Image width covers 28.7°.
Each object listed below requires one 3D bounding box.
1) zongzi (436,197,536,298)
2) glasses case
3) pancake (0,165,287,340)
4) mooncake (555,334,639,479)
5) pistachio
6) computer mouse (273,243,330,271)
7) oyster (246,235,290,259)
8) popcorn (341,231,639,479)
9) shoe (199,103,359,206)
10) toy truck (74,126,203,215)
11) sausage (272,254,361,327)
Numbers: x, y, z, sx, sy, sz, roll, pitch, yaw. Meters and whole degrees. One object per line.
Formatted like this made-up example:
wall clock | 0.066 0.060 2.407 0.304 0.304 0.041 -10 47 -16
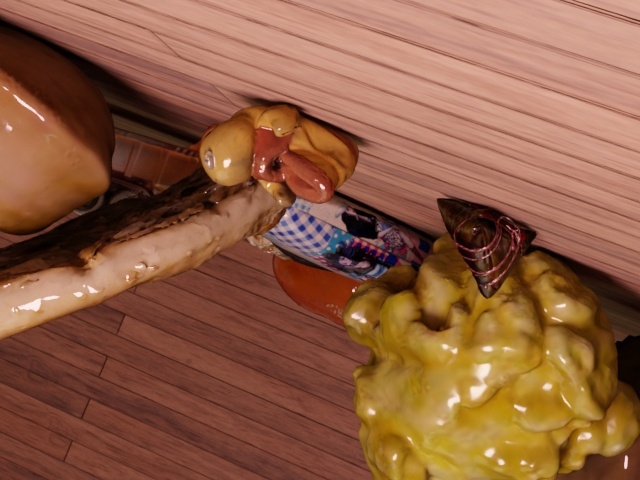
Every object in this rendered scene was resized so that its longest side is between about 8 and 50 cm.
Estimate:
zongzi | 0.126 -0.002 0.976 0.083 0.067 0.073 40 -179 -7
glasses case | 0.049 0.008 1.366 0.327 0.076 0.125 24 174 -29
pancake | -0.193 0.006 1.122 0.382 0.071 0.382 -20 -170 4
mooncake | 0.357 0.253 1.248 0.324 0.324 0.187 24 179 -27
pistachio | -0.294 -0.117 1.060 0.260 0.163 0.213 37 152 -17
computer mouse | 0.000 0.000 1.587 0.217 0.073 0.122 23 176 -30
oyster | -0.015 0.003 1.755 0.209 0.072 0.133 21 180 -18
popcorn | 0.152 0.111 1.133 0.250 0.241 0.235 -18 -176 28
shoe | -0.029 -0.063 0.887 0.109 0.072 0.069 27 -145 -4
toy truck | -0.250 -0.088 1.395 0.270 0.135 0.114 17 173 15
sausage | 0.039 0.065 1.889 0.258 0.133 0.133 21 176 22
